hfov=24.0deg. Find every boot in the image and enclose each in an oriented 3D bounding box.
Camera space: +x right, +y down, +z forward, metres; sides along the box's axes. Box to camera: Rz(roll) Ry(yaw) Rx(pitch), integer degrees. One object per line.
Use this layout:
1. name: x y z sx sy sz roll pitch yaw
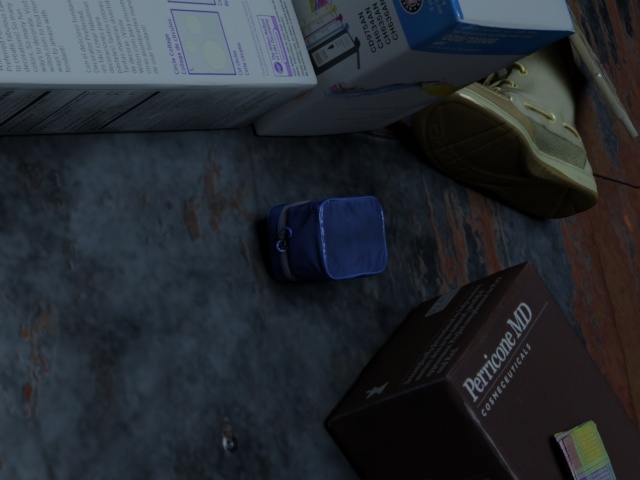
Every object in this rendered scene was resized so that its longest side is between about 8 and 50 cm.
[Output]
1. boot: 0.176 -0.154 1.476 0.262 0.095 0.204 25 53 -41

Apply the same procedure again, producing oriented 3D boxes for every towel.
1. towel: 0.213 0.185 1.188 0.060 0.009 0.083 -14 82 -52

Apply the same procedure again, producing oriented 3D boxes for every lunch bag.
1. lunch bag: 0.000 0.000 1.218 0.098 0.065 0.067 -4 89 -51

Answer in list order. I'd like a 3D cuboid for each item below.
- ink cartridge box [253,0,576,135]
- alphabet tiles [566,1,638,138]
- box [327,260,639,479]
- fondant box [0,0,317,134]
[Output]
1. ink cartridge box: 0.052 -0.206 1.252 0.168 0.232 0.171 -7 76 -48
2. alphabet tiles: 0.233 -0.272 1.562 0.342 0.011 0.285 54 16 -25
3. box: 0.192 0.231 1.256 0.381 0.143 0.191 55 40 -10
4. fondant box: -0.170 -0.206 1.109 0.330 0.096 0.238 -6 75 -51
